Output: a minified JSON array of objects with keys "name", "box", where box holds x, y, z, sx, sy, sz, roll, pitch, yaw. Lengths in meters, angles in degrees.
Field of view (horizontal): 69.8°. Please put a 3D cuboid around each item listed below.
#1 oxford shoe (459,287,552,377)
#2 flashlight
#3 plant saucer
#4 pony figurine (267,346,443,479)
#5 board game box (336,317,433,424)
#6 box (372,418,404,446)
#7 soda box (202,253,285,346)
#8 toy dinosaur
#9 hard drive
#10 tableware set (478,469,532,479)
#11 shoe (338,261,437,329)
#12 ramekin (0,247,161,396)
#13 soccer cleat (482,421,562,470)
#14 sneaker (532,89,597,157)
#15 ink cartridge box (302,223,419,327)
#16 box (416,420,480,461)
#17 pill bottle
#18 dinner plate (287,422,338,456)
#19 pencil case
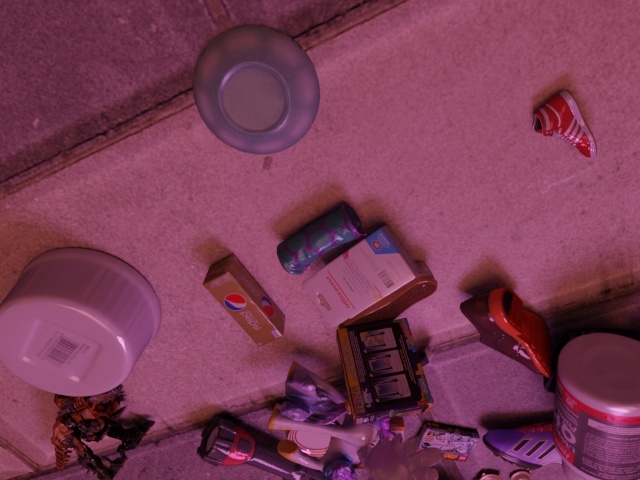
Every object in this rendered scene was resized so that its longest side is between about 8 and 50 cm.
[{"name":"oxford shoe","box":[0.379,0.186,0.913,0.098,0.096,0.271,-18,126,43]},{"name":"flashlight","box":[-0.143,0.528,1.109,0.304,0.103,0.103,35,94,-24]},{"name":"plant saucer","box":[-0.097,-0.215,0.688,0.195,0.037,0.194,0,122,0]},{"name":"pony figurine","box":[0.083,0.388,0.942,0.364,0.302,0.350,22,130,2]},{"name":"board game box","box":[0.112,0.236,0.841,0.141,0.170,0.048,-9,142,-3]},{"name":"box","box":[0.157,0.488,1.118,0.081,0.028,0.136,1,119,0]},{"name":"soda box","box":[-0.141,0.116,0.874,0.058,0.061,0.181,-26,118,16]},{"name":"toy dinosaur","box":[-0.516,0.420,1.041,0.218,0.164,0.322,38,134,-4]},{"name":"hard drive","box":[0.611,0.258,0.960,0.255,0.054,0.171,5,121,-3]},{"name":"tableware set","box":[0.487,0.666,1.212,0.169,0.020,0.141,0,109,1]},{"name":"shoe","box":[0.123,0.115,0.881,0.219,0.058,0.077,-34,136,23]},{"name":"ramekin","box":[-0.459,0.163,0.863,0.278,0.135,0.277,0,121,0]},{"name":"soccer cleat","box":[0.538,0.464,1.070,0.319,0.108,0.116,11,100,-4]},{"name":"sneaker","box":[0.375,-0.165,0.711,0.067,0.042,0.118,-33,108,14]},{"name":"ink cartridge box","box":[0.070,0.064,0.821,0.181,0.061,0.104,-35,87,19]},{"name":"box","box":[0.305,0.491,1.118,0.137,0.027,0.093,13,119,-7]},{"name":"pill bottle","box":[0.545,0.349,0.880,0.177,0.176,0.318,-10,120,7]},{"name":"dinner plate","box":[-0.009,0.479,1.120,0.141,0.017,0.141,1,122,1]},{"name":"pencil case","box":[0.000,0.000,0.801,0.152,0.064,0.070,-32,100,19]}]
